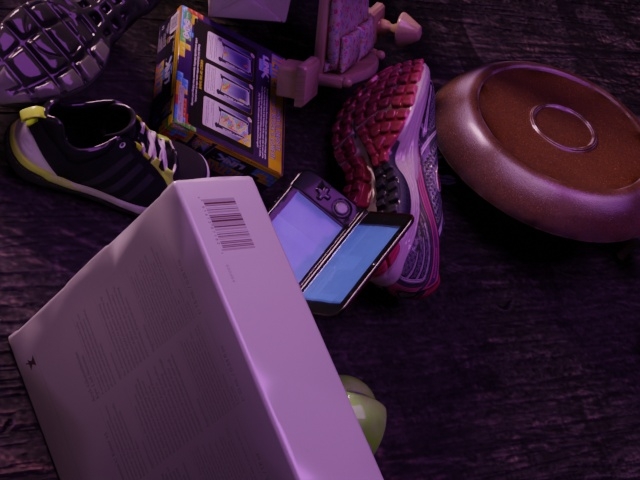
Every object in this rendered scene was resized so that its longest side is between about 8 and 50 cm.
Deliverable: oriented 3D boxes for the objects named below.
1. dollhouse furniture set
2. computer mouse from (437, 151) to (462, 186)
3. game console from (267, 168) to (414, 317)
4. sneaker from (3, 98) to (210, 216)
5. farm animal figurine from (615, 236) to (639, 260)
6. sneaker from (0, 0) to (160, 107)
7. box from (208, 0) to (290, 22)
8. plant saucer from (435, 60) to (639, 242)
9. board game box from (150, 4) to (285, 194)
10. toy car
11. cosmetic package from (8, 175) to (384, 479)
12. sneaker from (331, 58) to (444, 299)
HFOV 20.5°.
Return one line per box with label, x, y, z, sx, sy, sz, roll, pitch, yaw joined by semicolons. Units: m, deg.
dollhouse furniture set;0.099;-0.328;1.949;0.174;0.303;0.355;11;25;15
computer mouse;0.200;-0.060;2.103;0.242;0.041;0.071;10;41;-29
game console;0.000;0.000;1.786;0.124;0.085;0.144;39;65;0
sneaker;-0.191;-0.085;1.710;0.235;0.097;0.084;8;57;-39
farm animal figurine;0.541;0.052;2.220;0.330;0.172;0.327;0;61;-42
sneaker;-0.249;-0.200;1.746;0.101;0.106;0.267;52;48;-9
box;-0.074;-0.398;1.920;0.087;0.169;0.290;3;51;-10
plant saucer;0.284;-0.121;2.131;0.310;0.050;0.310;14;41;-12
board game box;-0.106;-0.149;1.874;0.141;0.048;0.170;27;45;-29
toy car;0.034;0.222;1.722;0.239;0.053;0.225;23;48;-29
cosmetic package;-0.096;0.179;1.459;0.097;0.284;0.377;-5;65;-46
sneaker;0.081;-0.070;1.948;0.112;0.121;0.299;37;47;-37
